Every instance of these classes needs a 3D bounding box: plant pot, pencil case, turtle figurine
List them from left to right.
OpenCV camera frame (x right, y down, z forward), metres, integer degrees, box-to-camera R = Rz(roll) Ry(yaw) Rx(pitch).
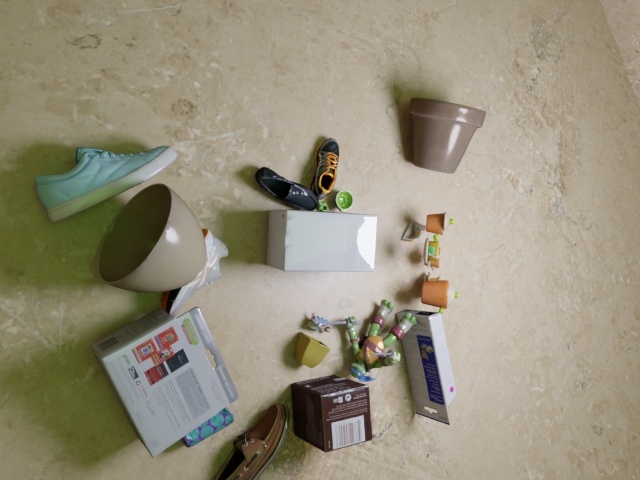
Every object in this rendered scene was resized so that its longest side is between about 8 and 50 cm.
[{"bbox_3d":[-0.410,0.022,1.485,0.191,0.284,0.284,38,70,-40],"label":"plant pot"},{"bbox_3d":[-0.323,0.519,1.613,0.151,0.064,0.070,-26,116,-28],"label":"pencil case"},{"bbox_3d":[-0.034,0.346,1.779,0.081,0.081,0.083,30,86,-25],"label":"plant pot"},{"bbox_3d":[0.181,0.299,1.825,0.266,0.197,0.275,-46,123,-31],"label":"turtle figurine"},{"bbox_3d":[0.417,-0.359,1.990,0.262,0.263,0.230,4,105,-29],"label":"plant pot"}]

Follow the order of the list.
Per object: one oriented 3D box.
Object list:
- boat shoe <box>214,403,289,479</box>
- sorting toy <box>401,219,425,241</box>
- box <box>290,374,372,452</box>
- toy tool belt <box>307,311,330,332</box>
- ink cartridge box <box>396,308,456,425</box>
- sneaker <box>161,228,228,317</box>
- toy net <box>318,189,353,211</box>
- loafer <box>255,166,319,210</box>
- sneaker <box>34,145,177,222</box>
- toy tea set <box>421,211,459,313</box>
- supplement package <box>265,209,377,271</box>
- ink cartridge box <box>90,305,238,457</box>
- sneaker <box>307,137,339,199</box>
[{"bbox_3d":[-0.197,0.606,1.654,0.104,0.110,0.307,36,71,-25],"label":"boat shoe"},{"bbox_3d":[0.334,-0.028,2.001,0.045,0.075,0.083,38,71,-23],"label":"sorting toy"},{"bbox_3d":[0.031,0.517,1.734,0.168,0.203,0.167,-4,90,-30],"label":"box"},{"bbox_3d":[0.002,0.260,1.816,0.083,0.052,0.051,19,87,-28],"label":"toy tool belt"},{"bbox_3d":[0.363,0.422,1.941,0.069,0.175,0.371,-12,94,-30],"label":"ink cartridge box"},{"bbox_3d":[-0.342,0.106,1.606,0.121,0.099,0.263,35,76,-35],"label":"sneaker"},{"bbox_3d":[0.085,-0.045,1.879,0.122,0.045,0.232,-33,104,-27],"label":"toy net"},{"bbox_3d":[-0.100,-0.147,1.750,0.223,0.078,0.076,28,110,-24],"label":"loafer"},{"bbox_3d":[-0.550,-0.189,1.475,0.365,0.135,0.150,-33,107,-27],"label":"sneaker"},{"bbox_3d":[0.410,0.074,1.926,0.124,0.200,0.336,4,108,12],"label":"toy tea set"},{"bbox_3d":[0.000,0.000,1.731,0.292,0.175,0.178,3,93,-23],"label":"supplement package"},{"bbox_3d":[-0.403,0.352,1.514,0.271,0.130,0.310,-29,111,-27],"label":"ink cartridge box"},{"bbox_3d":[0.024,-0.228,1.831,0.084,0.083,0.215,18,78,-26],"label":"sneaker"}]
